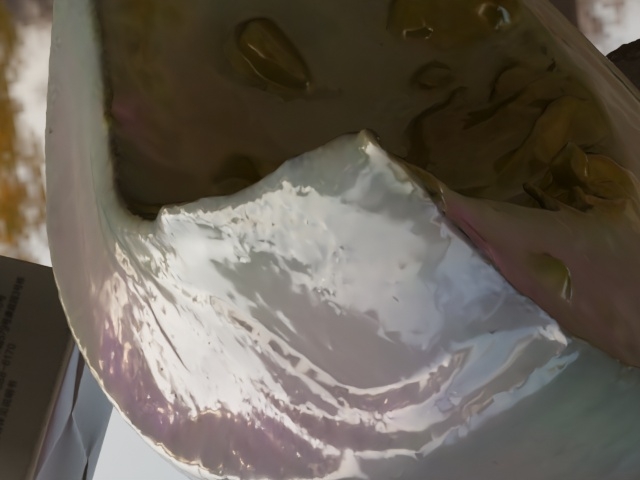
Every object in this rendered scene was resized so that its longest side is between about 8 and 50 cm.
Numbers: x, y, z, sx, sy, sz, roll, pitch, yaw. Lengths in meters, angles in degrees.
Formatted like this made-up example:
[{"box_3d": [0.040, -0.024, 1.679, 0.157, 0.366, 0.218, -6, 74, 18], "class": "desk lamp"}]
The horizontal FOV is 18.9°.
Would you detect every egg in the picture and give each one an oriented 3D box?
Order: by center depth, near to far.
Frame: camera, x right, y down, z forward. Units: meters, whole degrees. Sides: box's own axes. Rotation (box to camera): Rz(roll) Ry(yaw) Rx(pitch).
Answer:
[{"box_3d": [0.015, 0.011, 0.566, 0.206, 0.162, 0.271, 29, -155, -32], "class": "egg"}]

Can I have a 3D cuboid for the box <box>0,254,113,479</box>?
[{"box_3d": [-0.313, 0.084, 1.200, 0.341, 0.143, 0.225, 12, 157, 4], "class": "box"}]

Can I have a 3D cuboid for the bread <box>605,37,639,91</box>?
[{"box_3d": [0.253, -0.049, 1.211, 0.183, 0.102, 0.337, -3, -134, 5], "class": "bread"}]
